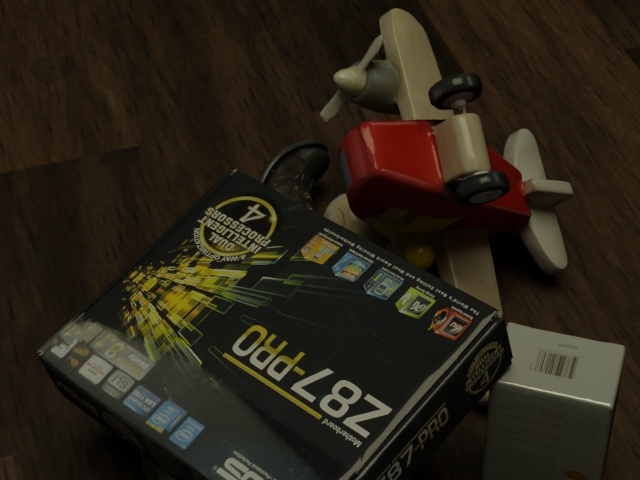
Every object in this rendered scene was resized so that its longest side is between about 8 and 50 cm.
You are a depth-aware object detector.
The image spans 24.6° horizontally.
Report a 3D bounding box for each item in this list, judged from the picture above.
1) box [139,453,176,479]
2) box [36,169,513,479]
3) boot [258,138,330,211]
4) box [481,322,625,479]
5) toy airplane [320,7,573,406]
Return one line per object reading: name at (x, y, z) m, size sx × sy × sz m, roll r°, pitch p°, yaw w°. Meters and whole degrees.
box at (-0.057, 0.207, 1.613) m, size 0.275 × 0.094 × 0.113 m, roll -18°, pitch 46°, yaw -19°
box at (-0.050, 0.122, 1.527) m, size 0.395 × 0.097 × 0.318 m, roll 30°, pitch 65°, yaw 34°
boot at (0.000, 0.000, 1.860) m, size 0.229 × 0.091 × 0.263 m, roll 29°, pitch 54°, yaw 21°
box at (0.248, 0.188, 1.575) m, size 0.130 × 0.171 × 0.091 m, roll 11°, pitch 45°, yaw 13°
toy airplane at (0.136, -0.048, 1.753) m, size 0.272 × 0.384 × 0.386 m, roll -21°, pitch 27°, yaw 22°
